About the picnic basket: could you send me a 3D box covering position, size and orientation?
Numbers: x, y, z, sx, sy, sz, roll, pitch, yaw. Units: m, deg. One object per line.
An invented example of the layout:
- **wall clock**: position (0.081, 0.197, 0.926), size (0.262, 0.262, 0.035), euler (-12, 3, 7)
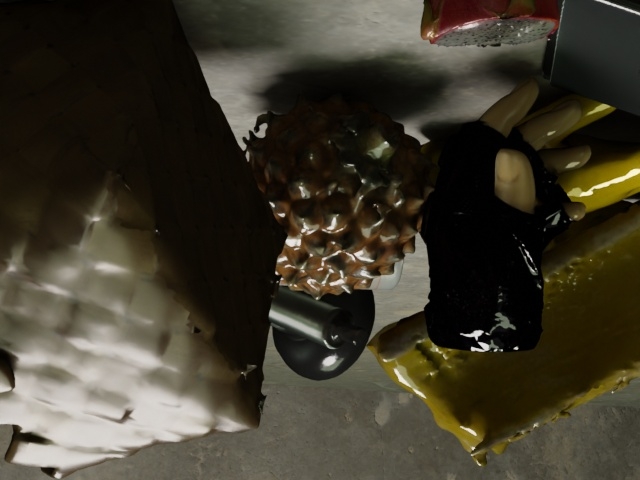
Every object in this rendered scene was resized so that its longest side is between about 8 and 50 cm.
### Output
- **picnic basket**: position (-0.205, 0.001, 0.851), size (0.321, 0.254, 0.291), euler (-10, 132, 17)

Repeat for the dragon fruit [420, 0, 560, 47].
- **dragon fruit**: position (0.102, -0.145, 0.746), size (0.083, 0.056, 0.060), euler (0, 171, -14)

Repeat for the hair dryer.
- **hair dryer**: position (-0.032, 0.104, 1.511), size (0.284, 0.156, 0.320), euler (39, -169, 36)

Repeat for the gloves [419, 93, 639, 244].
- **gloves**: position (0.223, -0.069, 1.050), size (0.294, 0.116, 0.133), euler (-19, -174, 34)

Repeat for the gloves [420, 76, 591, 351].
- **gloves**: position (0.138, -0.019, 0.964), size (0.124, 0.203, 0.164), euler (2, -179, 8)

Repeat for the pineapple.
- **pineapple**: position (0.012, -0.043, 1.008), size (0.166, 0.166, 0.193), euler (6, 155, -21)

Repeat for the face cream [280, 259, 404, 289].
- **face cream**: position (-0.044, -0.004, 1.307), size (0.251, 0.101, 0.101), euler (3, 168, -8)

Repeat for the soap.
- **soap**: position (0.218, 0.069, 1.193), size (0.338, 0.169, 0.304), euler (-27, 173, 0)

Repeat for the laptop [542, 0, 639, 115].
- **laptop**: position (0.212, -0.119, 0.858), size (0.129, 0.016, 0.180), euler (21, 172, 11)
